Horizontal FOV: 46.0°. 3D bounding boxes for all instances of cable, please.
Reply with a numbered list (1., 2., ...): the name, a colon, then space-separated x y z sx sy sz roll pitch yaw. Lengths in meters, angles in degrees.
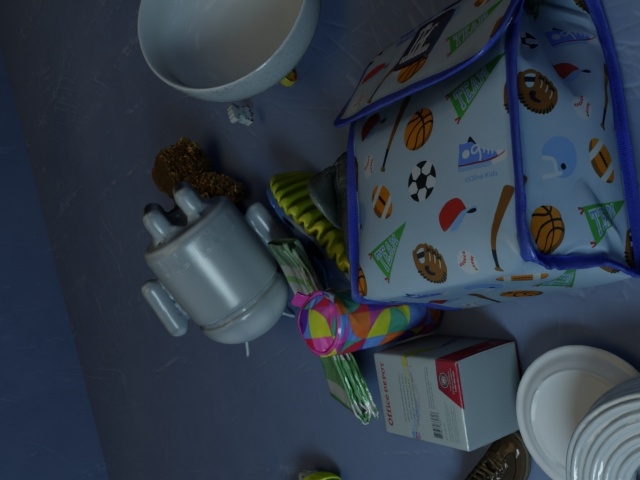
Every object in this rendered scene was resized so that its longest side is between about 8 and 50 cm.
1. cable: 0.395 0.274 0.821 0.257 0.089 0.257 -4 95 40

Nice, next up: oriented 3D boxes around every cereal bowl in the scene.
1. cereal bowl: -0.144 -0.391 1.325 0.339 0.141 0.338 -7 74 24

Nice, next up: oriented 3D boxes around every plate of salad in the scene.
1. plate of salad: 0.342 0.228 0.954 0.200 0.048 0.199 8 102 44

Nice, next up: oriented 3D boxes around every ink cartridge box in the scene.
1. ink cartridge box: 0.186 0.215 1.101 0.176 0.127 0.128 -4 96 54

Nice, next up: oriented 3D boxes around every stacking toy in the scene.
1. stacking toy: -0.132 -0.352 1.457 0.167 0.052 0.221 -36 63 42

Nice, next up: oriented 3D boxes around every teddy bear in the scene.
1. teddy bear: -0.238 -0.065 1.652 0.338 0.113 0.245 45 140 28

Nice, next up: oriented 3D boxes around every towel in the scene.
1. towel: -0.006 0.148 1.312 0.324 0.038 0.248 66 169 -4

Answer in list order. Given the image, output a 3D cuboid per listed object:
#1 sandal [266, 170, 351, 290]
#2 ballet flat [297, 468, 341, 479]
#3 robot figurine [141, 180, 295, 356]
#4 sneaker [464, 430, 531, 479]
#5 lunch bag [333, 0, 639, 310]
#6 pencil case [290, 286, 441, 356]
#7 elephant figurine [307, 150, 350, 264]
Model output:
1. sandal: 0.000 0.000 1.313 0.317 0.126 0.138 53 141 34
2. ballet flat: -0.025 0.509 1.525 0.231 0.077 0.077 114 148 -41
3. robot figurine: -0.197 0.056 1.454 0.353 0.300 0.200 54 180 -17
4. sneaker: 0.246 0.357 1.105 0.066 0.071 0.188 44 133 39
5. lunch bag: 0.186 -0.125 0.935 0.328 0.239 0.385 -18 69 55
6. pencil case: 0.075 0.108 1.135 0.104 0.236 0.104 2 93 49
7. elephant figurine: 0.064 -0.070 1.143 0.239 0.169 0.186 65 162 7
